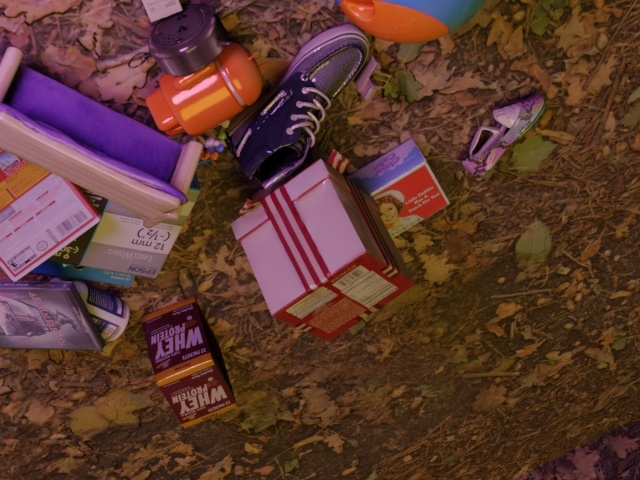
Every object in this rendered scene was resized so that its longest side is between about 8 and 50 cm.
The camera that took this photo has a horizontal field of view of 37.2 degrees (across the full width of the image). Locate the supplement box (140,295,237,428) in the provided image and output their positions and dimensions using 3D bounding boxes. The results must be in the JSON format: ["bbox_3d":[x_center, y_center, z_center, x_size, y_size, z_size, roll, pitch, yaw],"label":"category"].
[{"bbox_3d":[-0.289,0.269,2.099,0.129,0.194,0.191,-22,136,-3],"label":"supplement box"}]

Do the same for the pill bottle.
[{"bbox_3d":[-0.488,0.139,1.965,0.094,0.094,0.169,-43,132,19],"label":"pill bottle"}]

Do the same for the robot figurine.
[{"bbox_3d":[-0.196,-0.269,1.682,0.219,0.128,0.158,-29,130,6],"label":"robot figurine"}]

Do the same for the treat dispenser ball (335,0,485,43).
[{"bbox_3d":[0.145,-0.463,1.525,0.288,0.288,0.288,-12,135,-12],"label":"treat dispenser ball"}]

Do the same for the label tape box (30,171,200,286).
[{"bbox_3d":[-0.414,-0.021,1.833,0.249,0.115,0.348,12,124,-30],"label":"label tape box"}]

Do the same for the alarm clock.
[{"bbox_3d":[-0.243,-0.334,1.601,0.192,0.129,0.064,-22,136,14],"label":"alarm clock"}]

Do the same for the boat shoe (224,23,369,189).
[{"bbox_3d":[-0.026,-0.237,1.758,0.340,0.158,0.127,-42,133,18],"label":"boat shoe"}]

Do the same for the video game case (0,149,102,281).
[{"bbox_3d":[-0.548,-0.094,1.662,0.204,0.025,0.285,-34,102,11],"label":"video game case"}]

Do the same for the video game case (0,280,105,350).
[{"bbox_3d":[-0.590,0.151,1.902,0.274,0.026,0.196,0,137,13],"label":"video game case"}]

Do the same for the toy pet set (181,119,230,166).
[{"bbox_3d":[-0.202,-0.173,1.778,0.114,0.122,0.065,-22,132,26],"label":"toy pet set"}]

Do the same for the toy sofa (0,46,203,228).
[{"bbox_3d":[-0.380,-0.169,1.584,0.362,0.150,0.177,26,156,-24],"label":"toy sofa"}]

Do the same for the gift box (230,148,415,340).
[{"bbox_3d":[0.000,0.000,1.804,0.255,0.258,0.276,-33,147,11],"label":"gift box"}]

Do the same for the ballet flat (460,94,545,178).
[{"bbox_3d":[0.378,-0.228,2.007,0.079,0.077,0.221,30,117,-18],"label":"ballet flat"}]

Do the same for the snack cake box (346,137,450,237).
[{"bbox_3d":[0.123,-0.081,2.018,0.264,0.089,0.152,-30,133,7],"label":"snack cake box"}]

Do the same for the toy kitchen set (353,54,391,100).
[{"bbox_3d":[0.114,-0.310,1.801,0.075,0.083,0.068,10,127,-30],"label":"toy kitchen set"}]

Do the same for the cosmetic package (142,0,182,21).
[{"bbox_3d":[-0.275,-0.424,1.561,0.060,0.041,0.115,-21,136,-4],"label":"cosmetic package"}]
